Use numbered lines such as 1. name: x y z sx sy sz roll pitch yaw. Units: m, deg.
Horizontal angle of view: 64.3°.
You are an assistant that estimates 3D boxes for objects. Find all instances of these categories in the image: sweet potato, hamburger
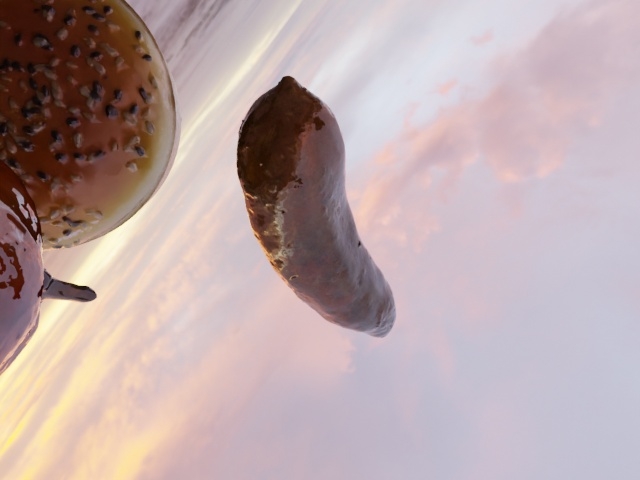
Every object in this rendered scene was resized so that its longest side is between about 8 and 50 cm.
1. sweet potato: -0.001 0.001 0.446 0.097 0.292 0.097 -14 -143 11
2. hamburger: -0.290 -0.128 0.516 0.300 0.300 0.176 -51 -179 8

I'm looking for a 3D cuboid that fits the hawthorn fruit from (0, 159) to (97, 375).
1. hawthorn fruit: -0.267 0.016 0.300 0.215 0.249 0.215 -9 -100 62
